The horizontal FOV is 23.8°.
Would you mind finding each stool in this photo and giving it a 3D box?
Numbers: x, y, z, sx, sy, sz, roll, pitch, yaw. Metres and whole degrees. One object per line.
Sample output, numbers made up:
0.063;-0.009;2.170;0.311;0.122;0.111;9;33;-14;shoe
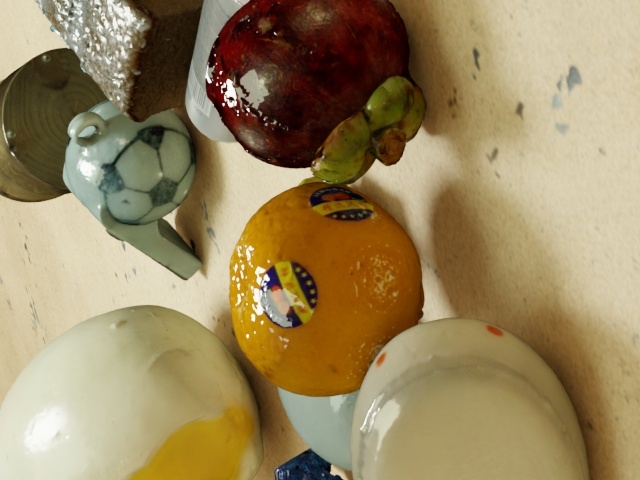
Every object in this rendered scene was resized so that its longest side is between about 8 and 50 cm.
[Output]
-0.353;-0.145;1.982;0.264;0.179;0.179;-8;99;67;stool

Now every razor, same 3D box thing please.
0.052;0.369;1.594;0.056;0.093;0.324;-25;86;32;razor

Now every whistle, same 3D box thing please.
-0.202;-0.077;1.768;0.163;0.163;0.290;56;-170;34;whistle

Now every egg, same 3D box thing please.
-0.237;0.229;1.799;0.283;0.345;0.283;54;-163;-26;egg

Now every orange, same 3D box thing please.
0.004;0.040;1.229;0.177;0.155;0.177;23;116;59;orange

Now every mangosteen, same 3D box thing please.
0.005;-0.121;1.197;0.180;0.166;0.166;50;151;19;mangosteen

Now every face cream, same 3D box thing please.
-0.075;-0.202;1.431;0.107;0.073;0.269;58;154;23;face cream

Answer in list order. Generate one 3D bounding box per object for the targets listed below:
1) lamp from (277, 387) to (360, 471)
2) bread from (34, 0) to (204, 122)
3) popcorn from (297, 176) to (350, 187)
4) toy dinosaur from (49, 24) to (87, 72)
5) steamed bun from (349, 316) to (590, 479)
0.011;0.128;1.431;0.246;0.108;0.179;32;133;57;lamp
-0.261;-0.316;1.606;0.416;0.113;0.165;52;150;28;bread
0.000;0.000;1.368;0.116;0.106;0.120;98;148;-64;popcorn
-0.246;-0.206;1.771;0.197;0.045;0.080;30;-179;16;toy dinosaur
0.111;0.157;1.160;0.130;0.177;0.228;-85;-22;-64;steamed bun
